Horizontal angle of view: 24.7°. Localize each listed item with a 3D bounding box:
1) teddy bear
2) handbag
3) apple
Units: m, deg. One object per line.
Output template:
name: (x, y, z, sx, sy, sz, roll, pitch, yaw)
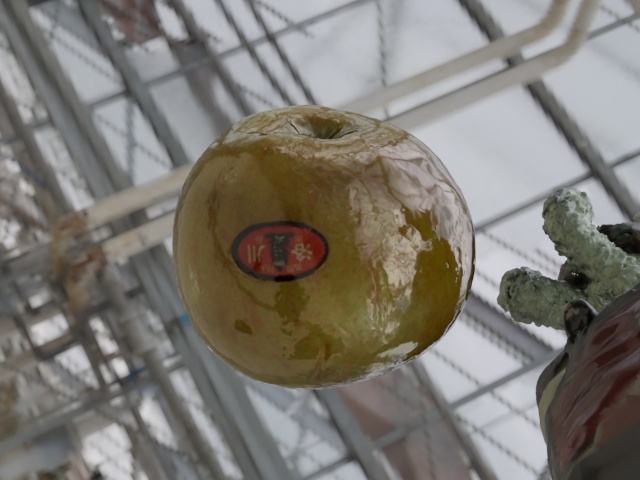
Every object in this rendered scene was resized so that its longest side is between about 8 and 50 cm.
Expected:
teddy bear: (0.262, 0.040, 1.196, 0.133, 0.213, 0.111, -66, -150, 16)
handbag: (0.247, 0.087, 0.876, 0.181, 0.254, 0.181, 45, 16, -14)
apple: (0.000, 0.000, 0.858, 0.182, 0.182, 0.155, 26, -51, 62)
